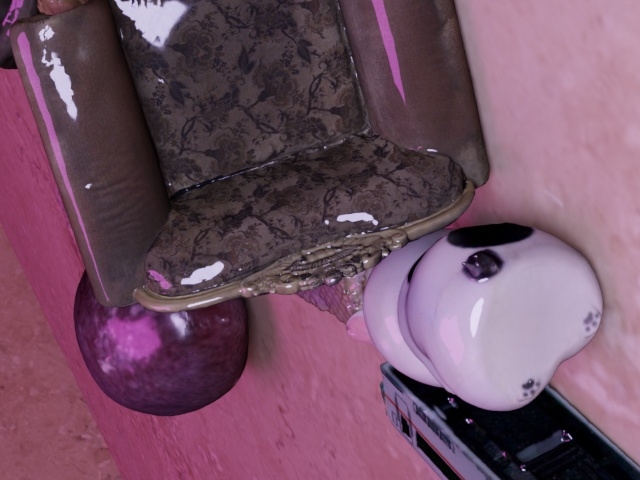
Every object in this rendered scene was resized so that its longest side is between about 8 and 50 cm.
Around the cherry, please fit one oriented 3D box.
[{"bbox_3d":[-0.176,0.092,1.366,0.266,0.183,0.213,-17,105,54],"label":"cherry"}]

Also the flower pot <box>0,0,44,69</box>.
[{"bbox_3d":[-0.206,-0.278,0.999,0.302,0.213,0.302,51,155,37],"label":"flower pot"}]

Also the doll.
[{"bbox_3d":[0.092,0.042,0.757,0.107,0.110,0.181,48,166,-9],"label":"doll"}]

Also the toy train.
[{"bbox_3d":[0.181,0.201,0.736,0.407,0.086,0.088,45,149,45],"label":"toy train"}]

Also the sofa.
[{"bbox_3d":[-0.039,-0.089,0.739,0.182,0.258,0.200,-131,24,-69],"label":"sofa"}]

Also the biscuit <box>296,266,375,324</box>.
[{"bbox_3d":[0.000,0.000,1.007,0.239,0.062,0.108,27,138,61],"label":"biscuit"}]
